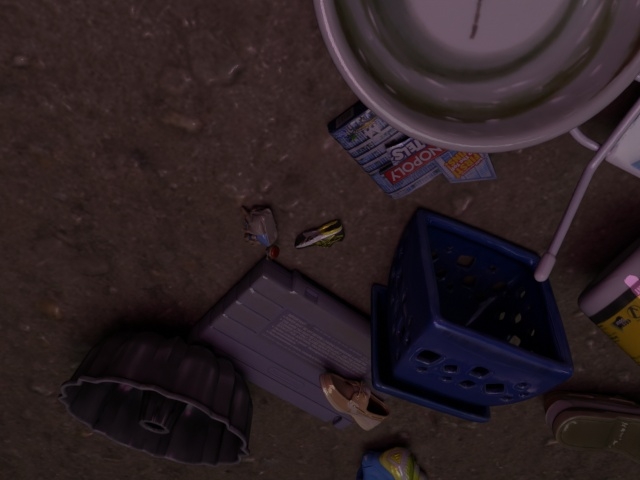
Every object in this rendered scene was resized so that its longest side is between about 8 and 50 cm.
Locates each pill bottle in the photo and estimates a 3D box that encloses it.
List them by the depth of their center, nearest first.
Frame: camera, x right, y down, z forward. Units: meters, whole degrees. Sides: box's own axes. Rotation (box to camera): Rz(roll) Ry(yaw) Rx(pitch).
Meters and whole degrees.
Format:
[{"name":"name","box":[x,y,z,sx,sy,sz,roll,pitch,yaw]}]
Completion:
[{"name":"pill bottle","box":[0.553,0.143,0.969,0.334,0.188,0.188,45,123,13]}]

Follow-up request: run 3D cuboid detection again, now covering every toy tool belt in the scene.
[{"name":"toy tool belt","box":[-0.093,-0.013,1.041,0.051,0.052,0.083,12,131,31]}]

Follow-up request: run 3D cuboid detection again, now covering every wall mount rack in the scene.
[{"name":"wall mount rack","box":[0.437,-0.047,0.842,0.349,0.130,0.304,26,123,-3]}]

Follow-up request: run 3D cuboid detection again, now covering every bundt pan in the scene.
[{"name":"bundt pan","box":[-0.263,0.262,1.164,0.330,0.124,0.331,10,144,7]}]

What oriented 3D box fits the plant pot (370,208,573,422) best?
[{"name":"plant pot","box":[0.202,0.130,1.034,0.235,0.236,0.212,21,131,-16]}]

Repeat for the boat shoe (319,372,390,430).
[{"name":"boat shoe","box":[0.062,0.268,1.177,0.059,0.063,0.170,-30,131,19]}]

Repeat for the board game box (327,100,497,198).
[{"name":"board game box","box":[0.143,-0.134,0.932,0.194,0.060,0.194,-34,120,23]}]

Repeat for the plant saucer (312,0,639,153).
[{"name":"plant saucer","box":[0.186,-0.300,0.746,0.400,0.101,0.401,-1,112,-2]}]

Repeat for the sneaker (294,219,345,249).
[{"name":"sneaker","box":[0.000,0.000,1.054,0.083,0.031,0.035,-21,125,16]}]

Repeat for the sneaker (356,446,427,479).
[{"name":"sneaker","box":[0.149,0.502,1.424,0.126,0.091,0.240,0,131,24]}]

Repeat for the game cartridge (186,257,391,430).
[{"name":"game cartridge","box":[-0.021,0.188,1.185,0.355,0.068,0.230,34,117,-23]}]

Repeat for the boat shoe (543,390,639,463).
[{"name":"boat shoe","box":[0.563,0.338,1.269,0.302,0.103,0.113,15,114,-10]}]
